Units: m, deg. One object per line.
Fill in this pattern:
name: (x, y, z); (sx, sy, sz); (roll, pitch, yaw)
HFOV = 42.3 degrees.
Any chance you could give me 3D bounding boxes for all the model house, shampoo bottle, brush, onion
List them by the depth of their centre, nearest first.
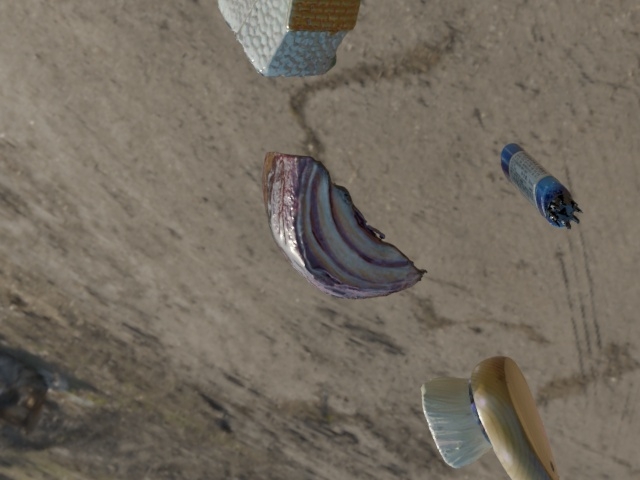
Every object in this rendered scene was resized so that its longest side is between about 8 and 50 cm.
model house: (-0.022, -0.211, 0.712); (0.101, 0.087, 0.100); (57, 135, 22)
shampoo bottle: (0.339, -0.080, 1.274); (0.087, 0.050, 0.183); (59, -177, -35)
onion: (0.000, 0.000, 1.332); (0.314, 0.146, 0.280); (39, 169, -16)
brush: (0.307, 0.349, 1.480); (0.166, 0.174, 0.267); (-26, 85, 21)
